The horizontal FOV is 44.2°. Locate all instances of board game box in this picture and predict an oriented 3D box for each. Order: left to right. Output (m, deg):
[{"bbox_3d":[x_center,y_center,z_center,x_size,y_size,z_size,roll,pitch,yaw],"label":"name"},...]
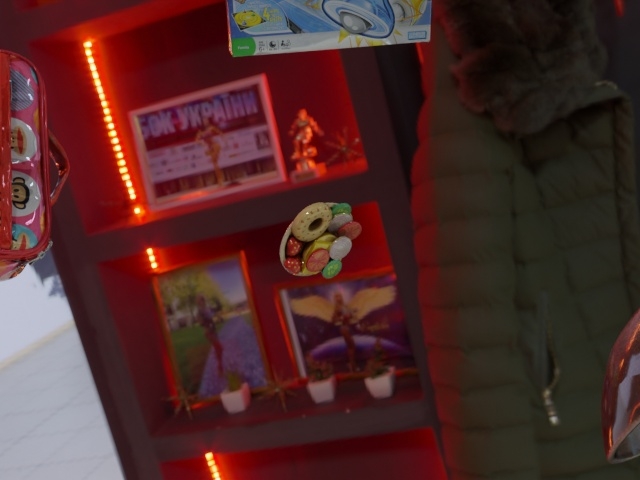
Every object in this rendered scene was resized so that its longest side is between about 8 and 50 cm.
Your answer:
[{"bbox_3d":[0.008,-0.254,0.756,0.201,0.136,0.035,-8,28,-10],"label":"board game box"}]

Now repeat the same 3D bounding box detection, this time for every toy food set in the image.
[{"bbox_3d":[0.000,0.000,0.732,0.082,0.083,0.020,3,30,-40],"label":"toy food set"}]

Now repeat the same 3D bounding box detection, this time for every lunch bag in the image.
[{"bbox_3d":[-0.428,-0.095,0.939,0.258,0.293,0.120,7,-27,-37],"label":"lunch bag"}]

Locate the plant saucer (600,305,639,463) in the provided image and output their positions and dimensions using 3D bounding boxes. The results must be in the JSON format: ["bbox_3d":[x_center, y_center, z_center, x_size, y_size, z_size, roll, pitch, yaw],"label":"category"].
[{"bbox_3d":[0.266,0.010,0.410,0.310,0.050,0.310,-25,-29,-15],"label":"plant saucer"}]
